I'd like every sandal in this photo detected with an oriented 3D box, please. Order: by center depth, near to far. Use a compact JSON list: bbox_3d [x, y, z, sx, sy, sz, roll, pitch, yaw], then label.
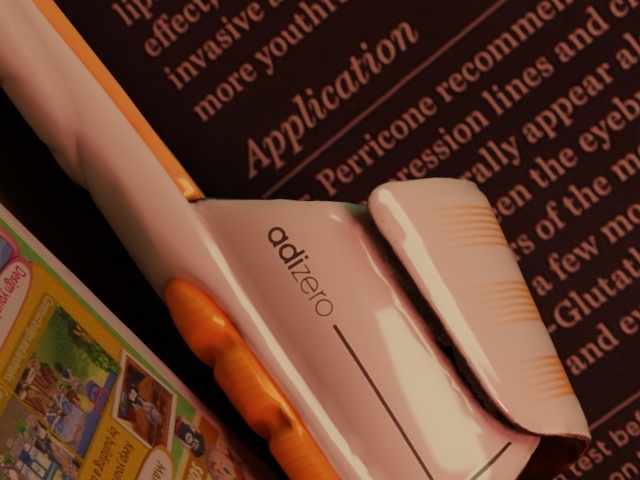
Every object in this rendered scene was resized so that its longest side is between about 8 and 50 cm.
[{"bbox_3d":[-0.001,-0.001,0.465,0.265,0.076,0.102,52,0,4],"label":"sandal"}]

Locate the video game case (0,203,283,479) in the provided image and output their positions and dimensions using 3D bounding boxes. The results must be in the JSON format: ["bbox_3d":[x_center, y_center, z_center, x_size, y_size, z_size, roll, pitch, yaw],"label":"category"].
[{"bbox_3d":[-0.086,0.036,0.324,0.193,0.023,0.212,46,19,-13],"label":"video game case"}]

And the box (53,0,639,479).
[{"bbox_3d":[0.070,-0.108,0.649,0.395,0.212,0.293,52,20,1],"label":"box"}]
